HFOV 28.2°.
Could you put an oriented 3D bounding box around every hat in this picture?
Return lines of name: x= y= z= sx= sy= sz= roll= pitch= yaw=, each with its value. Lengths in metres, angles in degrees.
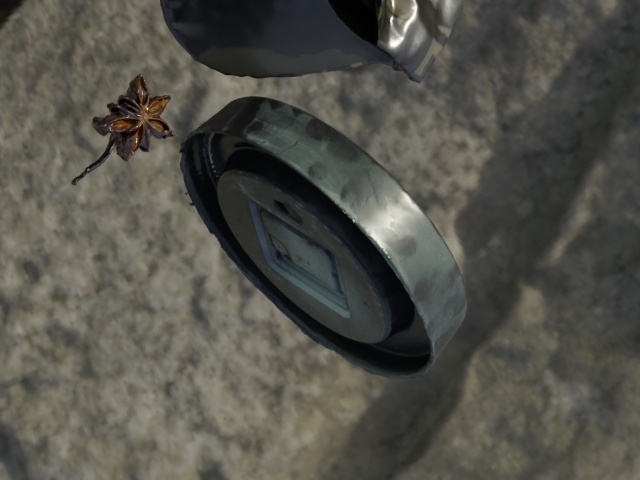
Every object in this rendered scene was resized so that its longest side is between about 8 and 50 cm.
hat: x=0.028 y=-0.323 z=1.364 sx=0.382 sy=0.257 sz=0.366 roll=11 pitch=151 yaw=-11

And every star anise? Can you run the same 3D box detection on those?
star anise: x=-0.277 y=-0.145 z=1.759 sx=0.190 sy=0.070 sz=0.097 roll=-50 pitch=126 yaw=-32

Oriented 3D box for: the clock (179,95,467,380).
clock: x=0.000 y=0.000 z=1.451 sx=0.076 sy=0.386 sz=0.386 roll=-46 pitch=139 yaw=-21
